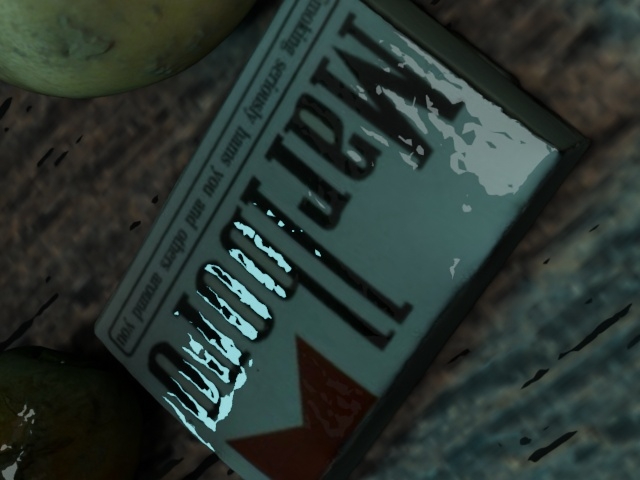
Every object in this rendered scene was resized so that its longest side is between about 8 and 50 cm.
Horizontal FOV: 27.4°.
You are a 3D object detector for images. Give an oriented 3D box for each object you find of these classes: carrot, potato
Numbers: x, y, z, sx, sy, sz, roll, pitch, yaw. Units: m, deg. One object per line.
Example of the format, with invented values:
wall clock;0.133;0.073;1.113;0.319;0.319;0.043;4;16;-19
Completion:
carrot;-0.143;0.187;0.528;0.078;0.078;0.298;20;93;24
potato;-0.077;-0.112;0.453;0.112;0.112;0.147;47;111;12

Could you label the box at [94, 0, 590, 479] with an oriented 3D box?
box;0.000;0.000;0.473;0.115;0.036;0.177;40;116;15
